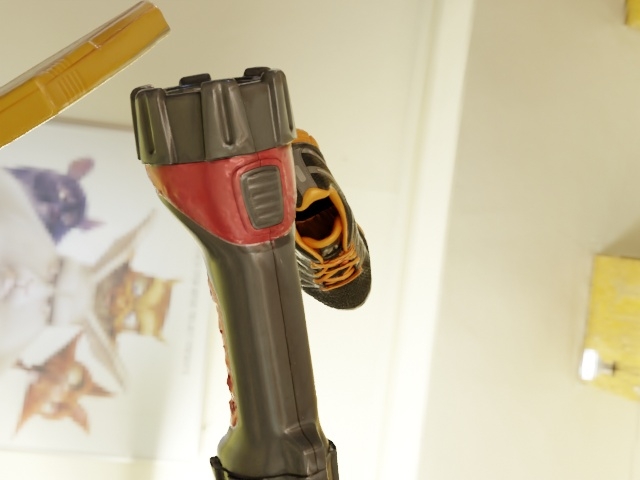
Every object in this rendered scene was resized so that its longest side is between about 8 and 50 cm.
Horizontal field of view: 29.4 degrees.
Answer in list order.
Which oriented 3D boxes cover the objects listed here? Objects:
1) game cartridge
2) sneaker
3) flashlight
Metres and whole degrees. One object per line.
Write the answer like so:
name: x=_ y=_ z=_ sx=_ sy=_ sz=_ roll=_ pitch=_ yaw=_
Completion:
game cartridge: x=-0.318 y=-0.127 z=1.217 sx=0.052 sy=0.285 sz=0.323 roll=59 pitch=20 yaw=-13
sneaker: x=0.000 y=0.000 z=1.107 sx=0.083 sy=0.084 sz=0.215 roll=57 pitch=-3 yaw=47
flashlight: x=-0.050 y=0.046 z=0.779 sx=0.103 sy=0.103 sz=0.304 roll=-52 pitch=136 yaw=-72
